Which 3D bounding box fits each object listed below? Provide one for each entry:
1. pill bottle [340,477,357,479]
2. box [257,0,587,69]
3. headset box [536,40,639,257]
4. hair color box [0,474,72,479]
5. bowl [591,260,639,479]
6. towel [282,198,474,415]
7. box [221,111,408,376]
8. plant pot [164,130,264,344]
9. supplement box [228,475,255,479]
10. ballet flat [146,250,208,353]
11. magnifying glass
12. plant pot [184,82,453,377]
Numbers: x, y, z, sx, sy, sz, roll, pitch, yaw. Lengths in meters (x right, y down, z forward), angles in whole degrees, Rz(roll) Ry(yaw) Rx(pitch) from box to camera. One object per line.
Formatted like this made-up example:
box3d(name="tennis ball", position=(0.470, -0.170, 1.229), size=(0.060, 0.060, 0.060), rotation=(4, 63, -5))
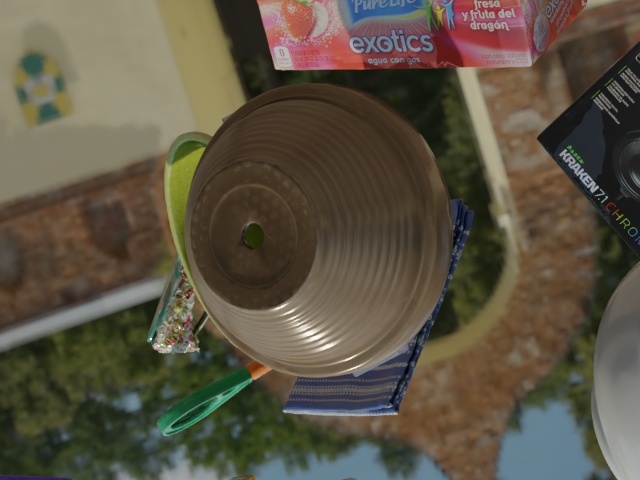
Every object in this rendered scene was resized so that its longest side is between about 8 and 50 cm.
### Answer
box3d(name="pill bottle", position=(-0.022, 0.292, 1.554), size=(0.152, 0.086, 0.086), rotation=(-16, -172, -16))
box3d(name="box", position=(0.096, -0.266, 1.610), size=(0.300, 0.142, 0.154), rotation=(4, -148, 33))
box3d(name="headset box", position=(0.450, -0.132, 1.933), size=(0.131, 0.246, 0.283), rotation=(-36, 174, -42))
box3d(name="hair color box", position=(-0.313, 0.447, 1.754), size=(0.110, 0.338, 0.185), rotation=(-2, -153, 22))
box3d(name="bowl", position=(0.308, 0.129, 1.257), size=(0.134, 0.297, 0.298), rotation=(-27, 180, 44))
box3d(name="towel", position=(0.079, 0.095, 2.289), size=(0.243, 0.040, 0.336), rotation=(-7, -127, 50))
box3d(name="box", position=(0.000, 0.000, 1.505), size=(0.067, 0.324, 0.063), rotation=(-26, -137, 0))
box3d(name="plant pot", position=(-0.012, -0.034, 1.925), size=(0.254, 0.276, 0.276), rotation=(-22, -170, -27))
box3d(name="supplement box", position=(-0.110, 0.369, 2.189), size=(0.043, 0.083, 0.055), rotation=(-13, -175, 40))
box3d(name="ballet flat", position=(-0.163, 0.042, 2.115), size=(0.077, 0.241, 0.091), rotation=(16, -162, -7))
box3d(name="magnifying glass", position=(-0.116, 0.192, 2.147), size=(0.231, 0.026, 0.092), rotation=(-33, 166, -8))
box3d(name="plant pot", position=(-0.024, -0.005, 1.256), size=(0.237, 0.237, 0.110), rotation=(-13, 178, 30))
